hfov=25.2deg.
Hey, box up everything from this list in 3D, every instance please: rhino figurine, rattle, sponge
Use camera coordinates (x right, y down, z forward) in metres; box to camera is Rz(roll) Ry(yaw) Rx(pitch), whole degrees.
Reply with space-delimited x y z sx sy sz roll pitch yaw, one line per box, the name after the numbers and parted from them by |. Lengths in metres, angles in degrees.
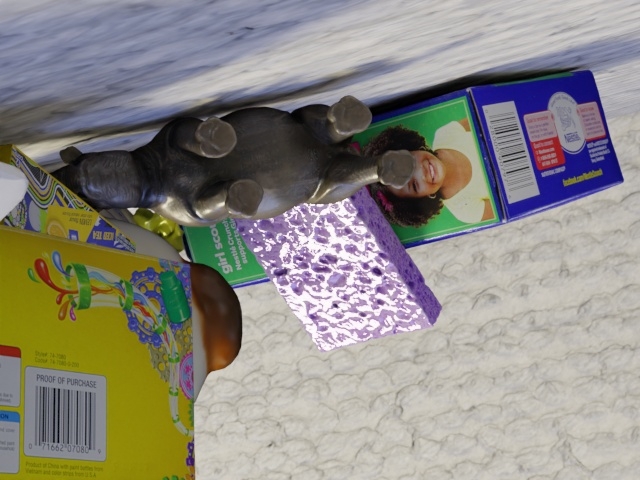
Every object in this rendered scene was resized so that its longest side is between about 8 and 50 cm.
-0.071 -0.044 0.900 0.243 0.073 0.106 -9 -176 -23 | rhino figurine
-0.148 -0.025 1.318 0.143 0.130 0.199 -25 151 7 | rattle
0.000 0.000 1.157 0.117 0.210 0.031 -14 -147 34 | sponge

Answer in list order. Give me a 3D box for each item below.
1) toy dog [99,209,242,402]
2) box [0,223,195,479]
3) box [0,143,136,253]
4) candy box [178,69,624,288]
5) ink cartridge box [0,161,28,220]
-0.239 0.138 1.101 0.285 0.395 0.408 2 136 -35 | toy dog
-0.261 0.097 0.705 0.279 0.177 0.290 -15 160 39 | box
-0.164 0.003 0.825 0.054 0.059 0.169 -4 161 15 | box
0.071 -0.053 1.296 0.317 0.122 0.268 -16 180 33 | candy box
-0.236 0.108 0.368 0.353 0.119 0.207 -41 149 17 | ink cartridge box
